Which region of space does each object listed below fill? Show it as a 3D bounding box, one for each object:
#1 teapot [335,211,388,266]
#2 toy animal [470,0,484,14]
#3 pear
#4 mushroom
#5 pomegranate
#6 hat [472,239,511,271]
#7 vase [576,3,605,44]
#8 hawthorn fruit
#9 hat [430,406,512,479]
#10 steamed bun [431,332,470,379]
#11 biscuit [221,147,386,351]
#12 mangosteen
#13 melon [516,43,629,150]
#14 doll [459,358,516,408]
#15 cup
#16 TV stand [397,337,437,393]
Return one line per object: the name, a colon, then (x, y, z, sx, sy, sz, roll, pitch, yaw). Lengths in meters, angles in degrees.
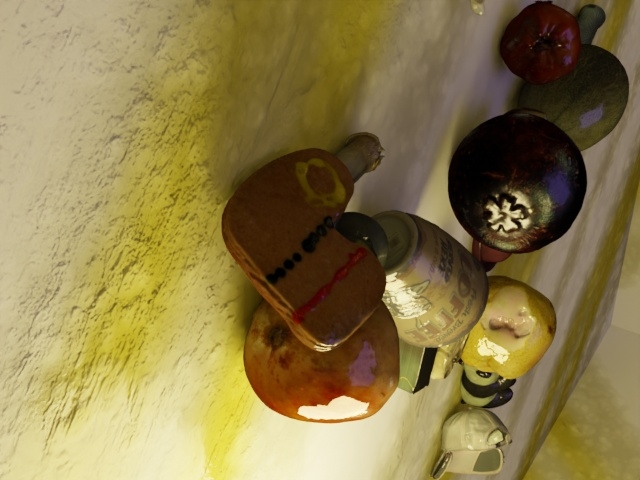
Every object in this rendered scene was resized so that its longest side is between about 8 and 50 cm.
teapot: (0.040, 0.031, 1.397, 0.165, 0.130, 0.119, -48, -171, 16)
toy animal: (0.294, -0.509, 1.558, 0.071, 0.085, 0.124, -12, 124, -76)
pear: (0.476, 0.228, 2.121, 0.271, 0.271, 0.271, -37, 137, -45)
mushroom: (0.028, -0.093, 1.349, 0.092, 0.081, 0.223, 50, 60, -37)
pomegranate: (0.011, 0.181, 1.310, 0.270, 0.252, 0.229, 34, 59, -53)
hat: (0.470, -0.010, 2.136, 0.205, 0.089, 0.205, -35, 135, -46)
vase: (0.708, -0.555, 2.216, 0.219, 0.096, 0.096, -55, 148, -31)
hawthorn fruit: (0.509, -0.446, 1.859, 0.202, 0.185, 0.185, -26, 130, -71)
hat: (0.421, 0.597, 2.355, 0.232, 0.161, 0.275, 6, 129, -26)
steamed bun: (0.295, 0.226, 1.968, 0.177, 0.106, 0.192, -44, 150, -45)
biscuit: (0.001, -0.001, 1.192, 0.262, 0.277, 0.052, -34, 175, -39)
mangosteen: (0.436, -0.134, 1.798, 0.330, 0.330, 0.330, -37, 137, -45)
melon: (0.633, -0.350, 2.049, 0.329, 0.249, 0.248, -44, 142, -23)
doll: (0.467, 0.390, 2.318, 0.135, 0.143, 0.234, -24, 143, -16)
cup: (0.141, 0.082, 1.561, 0.301, 0.227, 0.257, -42, 136, 7)
TV stand: (0.226, 0.208, 1.862, 0.088, 0.083, 0.269, -16, 122, -57)
